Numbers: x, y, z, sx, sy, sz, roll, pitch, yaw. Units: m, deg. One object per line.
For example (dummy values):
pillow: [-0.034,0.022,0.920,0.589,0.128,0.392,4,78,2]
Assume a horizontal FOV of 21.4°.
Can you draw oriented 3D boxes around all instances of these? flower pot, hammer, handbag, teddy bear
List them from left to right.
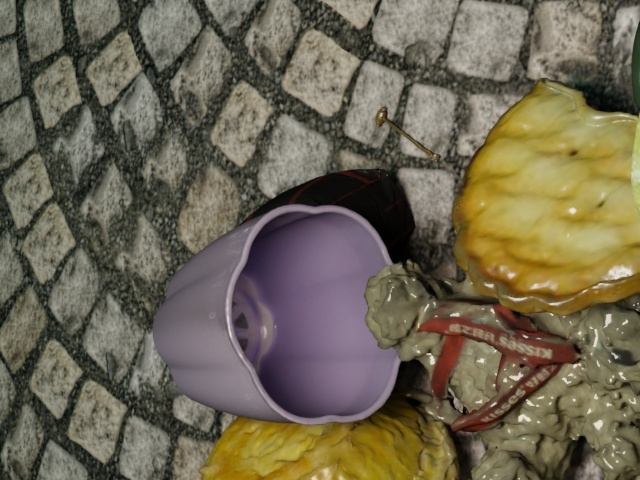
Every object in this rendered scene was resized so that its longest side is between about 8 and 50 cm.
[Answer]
flower pot: [-0.063,0.105,2.019,0.243,0.265,0.265,-18,74,52]
handbag: [0.000,0.000,2.181,0.215,0.169,0.155,-23,101,40]
hammer: [0.112,-0.134,2.192,0.123,0.014,0.029,41,123,37]
teddy bear: [0.276,0.118,1.880,0.367,0.224,0.357,-32,79,36]

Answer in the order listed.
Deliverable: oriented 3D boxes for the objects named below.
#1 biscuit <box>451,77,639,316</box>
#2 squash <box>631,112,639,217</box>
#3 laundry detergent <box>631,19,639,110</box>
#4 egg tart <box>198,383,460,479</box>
biscuit: [0.297,-0.060,1.841,0.329,0.078,0.335,-17,47,11]
squash: [0.471,-0.068,1.383,0.384,0.263,0.263,4,90,61]
laundry detergent: [0.444,-0.202,1.823,0.222,0.078,0.144,-6,75,45]
egg tart: [-0.016,0.299,2.068,0.388,0.169,0.388,-24,30,15]
